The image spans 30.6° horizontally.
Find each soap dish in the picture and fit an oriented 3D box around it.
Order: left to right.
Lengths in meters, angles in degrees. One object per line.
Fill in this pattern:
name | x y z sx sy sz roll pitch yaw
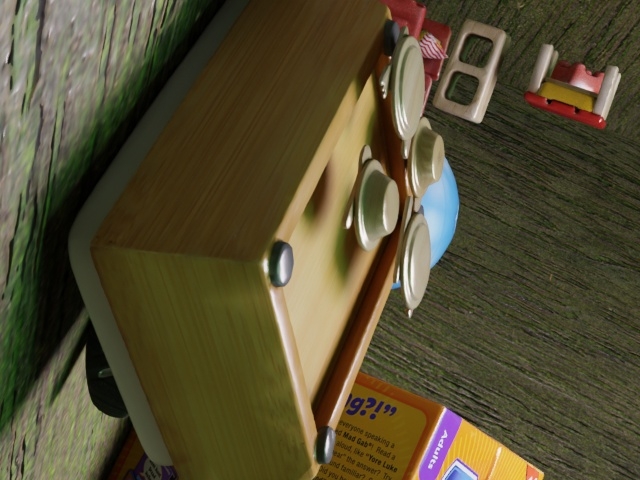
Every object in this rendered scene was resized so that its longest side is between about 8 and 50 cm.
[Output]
soap dish | -0.027 -0.008 0.738 0.291 0.118 0.229 -65 153 -43

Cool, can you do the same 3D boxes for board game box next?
board game box | -0.008 0.338 1.389 0.356 0.356 0.356 38 74 -55

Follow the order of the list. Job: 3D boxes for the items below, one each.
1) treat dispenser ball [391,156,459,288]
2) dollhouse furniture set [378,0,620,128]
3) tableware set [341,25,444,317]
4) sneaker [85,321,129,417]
treat dispenser ball | 0.084 -0.059 1.932 0.288 0.288 0.288 25 90 -89
dollhouse furniture set | 0.200 -0.203 1.554 0.152 0.374 0.201 -70 163 7
tableware set | 0.053 -0.040 0.747 0.169 0.020 0.141 60 39 -58
sneaker | -0.107 0.039 0.864 0.209 0.081 0.094 -64 -177 -22
